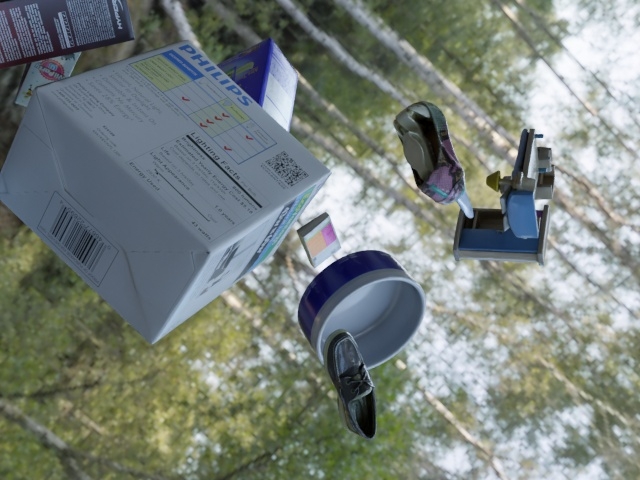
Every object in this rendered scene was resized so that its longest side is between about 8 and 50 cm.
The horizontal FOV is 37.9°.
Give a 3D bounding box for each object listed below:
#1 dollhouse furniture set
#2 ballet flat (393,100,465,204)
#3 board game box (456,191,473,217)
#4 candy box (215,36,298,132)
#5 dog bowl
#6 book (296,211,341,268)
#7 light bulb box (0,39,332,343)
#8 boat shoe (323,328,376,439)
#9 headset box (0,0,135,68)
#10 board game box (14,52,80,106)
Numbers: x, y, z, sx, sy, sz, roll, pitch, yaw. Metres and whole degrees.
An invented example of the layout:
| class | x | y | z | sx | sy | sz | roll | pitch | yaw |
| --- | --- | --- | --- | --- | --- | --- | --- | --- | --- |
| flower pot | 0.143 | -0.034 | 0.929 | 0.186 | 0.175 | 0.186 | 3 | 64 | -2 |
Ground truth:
| class | x | y | z | sx | sy | sz | roll | pitch | yaw |
| --- | --- | --- | --- | --- | --- | --- | --- | --- | --- |
| dollhouse furniture set | 0.387 | -0.130 | 2.017 | 0.198 | 0.303 | 0.286 | 3 | -126 | 19 |
| ballet flat | 0.143 | -0.140 | 1.316 | 0.077 | 0.079 | 0.221 | -43 | -142 | 26 |
| board game box | 0.190 | -0.101 | 1.506 | 0.033 | 0.169 | 0.133 | -31 | -156 | 18 |
| candy box | -0.194 | -0.231 | 1.911 | 0.268 | 0.122 | 0.317 | -20 | -139 | 28 |
| dog bowl | 0.088 | 0.153 | 1.994 | 0.265 | 0.265 | 0.104 | -44 | -134 | 7 |
| book | 0.000 | 0.000 | 2.475 | 0.096 | 0.144 | 0.035 | -36 | -129 | -13 |
| light bulb box | -0.240 | -0.094 | 1.481 | 0.225 | 0.358 | 0.361 | -52 | 171 | 36 |
| boat shoe | 0.065 | 0.267 | 1.712 | 0.080 | 0.224 | 0.073 | -26 | -152 | -28 |
| headset box | -0.452 | -0.367 | 1.414 | 0.293 | 0.110 | 0.218 | -16 | -137 | -13 |
| board game box | -0.629 | -0.488 | 2.253 | 0.303 | 0.097 | 0.224 | -54 | -153 | 35 |
